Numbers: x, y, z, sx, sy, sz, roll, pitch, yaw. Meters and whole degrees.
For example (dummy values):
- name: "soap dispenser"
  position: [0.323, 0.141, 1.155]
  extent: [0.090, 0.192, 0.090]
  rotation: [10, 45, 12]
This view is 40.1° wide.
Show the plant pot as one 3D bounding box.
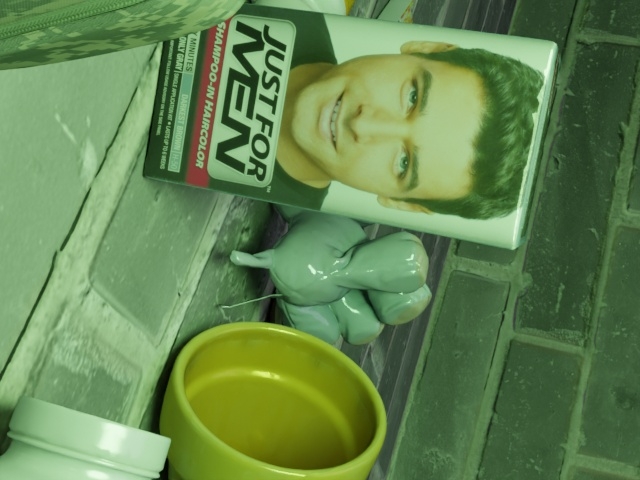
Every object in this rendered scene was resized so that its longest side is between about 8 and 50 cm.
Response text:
- name: "plant pot"
  position: [-0.078, 0.265, 1.048]
  extent: [0.254, 0.254, 0.239]
  rotation: [-49, 163, -59]

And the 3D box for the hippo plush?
- name: "hippo plush"
  position: [0.000, 0.000, 1.215]
  extent: [0.234, 0.294, 0.237]
  rotation: [110, -23, -51]

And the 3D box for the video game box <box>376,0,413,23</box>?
- name: "video game box"
  position: [0.120, -0.317, 1.606]
  extent: [0.205, 0.048, 0.187]
  rotation: [-60, 158, -46]

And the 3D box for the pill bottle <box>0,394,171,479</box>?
- name: "pill bottle"
  position: [-0.221, 0.290, 0.658]
  extent: [0.181, 0.181, 0.323]
  rotation: [56, 48, -67]

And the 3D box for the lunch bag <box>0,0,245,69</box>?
- name: "lunch bag"
  position: [-0.166, -0.222, 0.350]
  extent: [0.256, 0.212, 0.305]
  rotation: [-16, 101, -71]

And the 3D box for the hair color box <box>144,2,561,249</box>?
- name: "hair color box"
  position: [0.028, -0.119, 0.858]
  extent: [0.113, 0.374, 0.186]
  rotation: [-11, 111, -72]

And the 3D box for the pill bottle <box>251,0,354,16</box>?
- name: "pill bottle"
  position: [-0.013, -0.307, 1.047]
  extent: [0.118, 0.117, 0.208]
  rotation: [80, 28, -51]

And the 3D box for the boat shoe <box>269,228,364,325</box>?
- name: "boat shoe"
  position: [0.002, 0.056, 1.378]
  extent: [0.095, 0.095, 0.258]
  rotation: [79, 28, -52]
